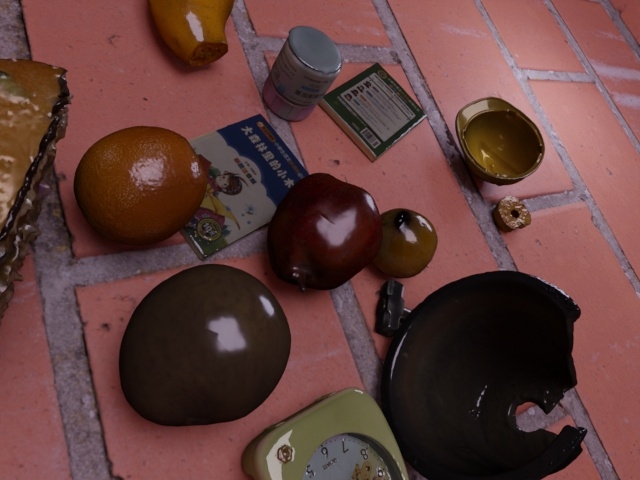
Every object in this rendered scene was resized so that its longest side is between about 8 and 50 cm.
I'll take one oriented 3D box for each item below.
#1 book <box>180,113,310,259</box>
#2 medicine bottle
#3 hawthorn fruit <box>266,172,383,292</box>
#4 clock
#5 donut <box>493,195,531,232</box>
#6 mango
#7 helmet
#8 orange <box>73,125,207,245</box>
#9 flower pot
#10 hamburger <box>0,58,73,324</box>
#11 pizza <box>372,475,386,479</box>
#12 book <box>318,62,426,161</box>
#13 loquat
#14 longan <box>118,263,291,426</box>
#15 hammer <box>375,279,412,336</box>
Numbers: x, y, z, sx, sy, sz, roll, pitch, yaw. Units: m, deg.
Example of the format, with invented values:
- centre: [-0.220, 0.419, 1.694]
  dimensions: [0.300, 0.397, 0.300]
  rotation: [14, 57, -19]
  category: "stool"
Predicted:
- centre: [-0.171, -0.123, 1.007]
  dimensions: [0.322, 0.018, 0.228]
  rotation: [-34, 84, -37]
  category: "book"
- centre: [-0.043, -0.362, 1.112]
  dimensions: [0.135, 0.168, 0.135]
  rotation: [13, 60, -24]
  category: "medicine bottle"
- centre: [0.000, 0.000, 0.918]
  dimensions: [0.208, 0.208, 0.248]
  rotation: [39, 44, -5]
  category: "hawthorn fruit"
- centre: [0.035, 0.408, 0.787]
  dimensions: [0.235, 0.096, 0.308]
  rotation: [-17, 74, -36]
  category: "clock"
- centre: [0.504, -0.068, 1.341]
  dimensions: [0.108, 0.043, 0.097]
  rotation: [-7, 69, -31]
  category: "donut"
- centre: [-0.279, -0.531, 1.089]
  dimensions: [0.186, 0.144, 0.360]
  rotation: [11, 62, -21]
  category: "mango"
- centre: [0.467, -0.240, 1.355]
  dimensions: [0.205, 0.140, 0.257]
  rotation: [-24, 65, -4]
  category: "helmet"
- centre: [-0.285, -0.089, 0.814]
  dimensions: [0.206, 0.206, 0.206]
  rotation: [13, 59, -23]
  category: "orange"
- centre: [0.318, 0.274, 0.904]
  dimensions: [0.251, 0.379, 0.380]
  rotation: [40, 47, -37]
  category: "flower pot"
- centre: [-0.499, -0.035, 0.616]
  dimensions: [0.286, 0.268, 0.446]
  rotation: [19, 61, -22]
  category: "hamburger"
- centre: [0.058, 0.441, 0.689]
  dimensions: [0.193, 0.053, 0.201]
  rotation: [-4, 80, -32]
  category: "pizza"
- centre: [0.140, -0.335, 1.290]
  dimensions: [0.202, 0.027, 0.264]
  rotation: [46, 53, 1]
  category: "book"
- centre: [0.171, 0.005, 1.057]
  dimensions: [0.163, 0.137, 0.163]
  rotation: [25, 36, -20]
  category: "loquat"
- centre: [-0.167, 0.156, 0.734]
  dimensions: [0.248, 0.248, 0.248]
  rotation: [13, 59, -23]
  category: "longan"
- centre: [0.278, 0.202, 1.076]
  dimensions: [0.365, 0.043, 0.111]
  rotation: [25, 54, -18]
  category: "hammer"
